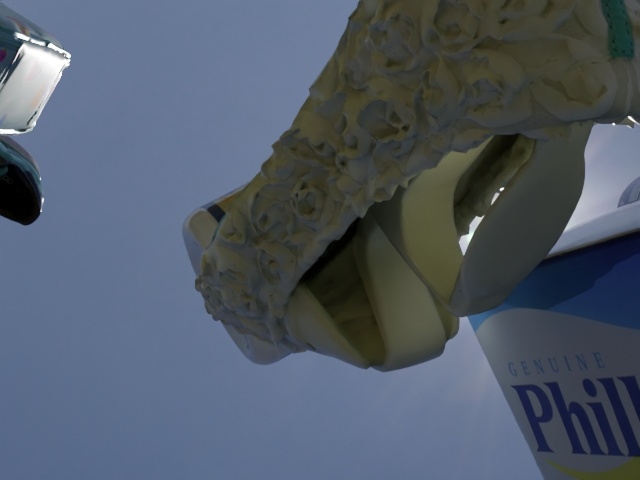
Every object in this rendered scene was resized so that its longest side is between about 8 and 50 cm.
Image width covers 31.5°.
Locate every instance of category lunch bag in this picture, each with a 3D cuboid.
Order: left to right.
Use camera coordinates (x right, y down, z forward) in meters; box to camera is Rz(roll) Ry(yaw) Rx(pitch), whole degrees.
[{"bbox_3d":[-0.353,-0.190,0.994,0.224,0.279,0.108,33,-86,0],"label":"lunch bag"}]

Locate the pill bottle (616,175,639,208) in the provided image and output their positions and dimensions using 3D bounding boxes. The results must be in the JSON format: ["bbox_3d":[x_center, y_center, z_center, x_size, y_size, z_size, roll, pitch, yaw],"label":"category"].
[{"bbox_3d":[0.385,-0.030,1.206,0.108,0.193,0.108,0,-92,4],"label":"pill bottle"}]

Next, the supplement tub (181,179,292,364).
[{"bbox_3d":[0.000,0.000,1.507,0.316,0.228,0.228,-28,-136,-14],"label":"supplement tub"}]

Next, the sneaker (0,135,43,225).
[{"bbox_3d":[-0.496,-0.123,1.556,0.108,0.302,0.121,-46,-138,10],"label":"sneaker"}]

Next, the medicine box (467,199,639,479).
[{"bbox_3d":[0.231,0.107,0.539,0.149,0.289,0.263,-26,178,-18],"label":"medicine box"}]

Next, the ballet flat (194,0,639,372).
[{"bbox_3d":[0.034,-0.008,0.569,0.146,0.409,0.147,7,-118,-14],"label":"ballet flat"}]
